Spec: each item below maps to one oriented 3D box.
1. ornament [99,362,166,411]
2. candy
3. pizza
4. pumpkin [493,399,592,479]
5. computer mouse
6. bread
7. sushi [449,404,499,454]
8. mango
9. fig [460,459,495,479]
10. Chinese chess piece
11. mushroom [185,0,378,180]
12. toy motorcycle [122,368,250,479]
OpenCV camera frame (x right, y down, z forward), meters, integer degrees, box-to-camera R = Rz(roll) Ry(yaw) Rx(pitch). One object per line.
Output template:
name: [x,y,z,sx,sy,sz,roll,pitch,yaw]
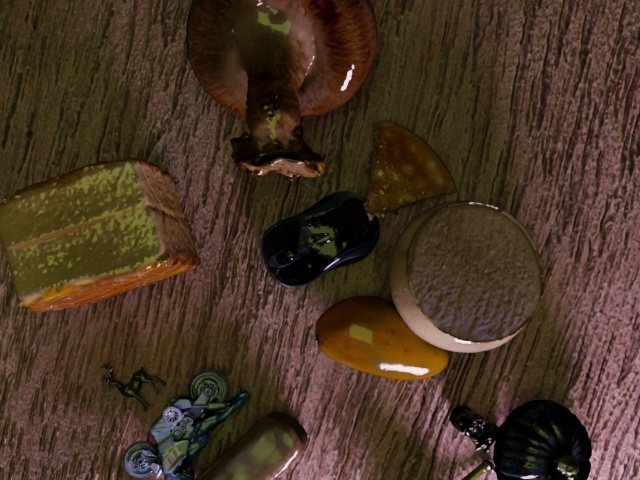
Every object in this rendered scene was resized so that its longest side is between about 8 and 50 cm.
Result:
ornament: [-0.371,0.272,1.374,0.125,0.028,0.073,34,92,2]
candy: [-0.132,0.418,1.317,0.234,0.104,0.102,-44,81,2]
pizza: [0.134,-0.118,1.319,0.193,0.053,0.201,-41,92,-18]
pumpkin: [0.393,0.379,1.252,0.150,0.194,0.194,11,90,35]
computer mouse: [0.000,0.000,1.318,0.233,0.096,0.137,-29,87,2]
bread: [-0.384,-0.007,1.255,0.279,0.279,0.207,-17,87,4]
sushi: [0.282,0.342,1.297,0.083,0.084,0.056,42,91,5]
mango: [0.115,0.179,1.298,0.253,0.113,0.138,17,78,-2]
fig: [0.217,0.495,1.284,0.151,0.151,0.259,28,69,4]
Chinese chess piece: [0.255,0.062,1.253,0.270,0.112,0.270,3,75,-11]
mushroom: [-0.094,-0.323,1.226,0.331,0.356,0.334,14,133,30]
toy motorcycle: [-0.247,0.361,1.335,0.135,0.092,0.254,43,83,-5]
